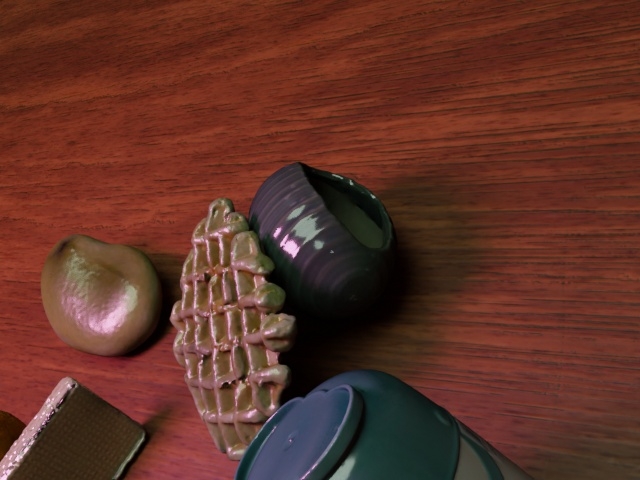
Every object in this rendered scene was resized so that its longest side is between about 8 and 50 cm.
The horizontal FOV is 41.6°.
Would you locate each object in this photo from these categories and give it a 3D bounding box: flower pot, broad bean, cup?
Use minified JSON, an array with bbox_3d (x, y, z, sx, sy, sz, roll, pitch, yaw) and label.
[{"bbox_3d":[0.000,0.000,1.110,0.157,0.189,0.243,-61,33,27],"label":"flower pot"},{"bbox_3d":[-0.359,0.086,1.364,0.263,0.121,0.189,26,77,44],"label":"broad bean"},{"bbox_3d":[0.054,0.264,0.794,0.219,0.257,0.289,-56,12,-28],"label":"cup"}]

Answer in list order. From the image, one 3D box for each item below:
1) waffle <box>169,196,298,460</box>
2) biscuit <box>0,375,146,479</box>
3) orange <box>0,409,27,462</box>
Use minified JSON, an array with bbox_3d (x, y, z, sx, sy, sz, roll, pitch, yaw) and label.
[{"bbox_3d":[-0.122,0.118,1.090,0.309,0.056,0.292,55,135,42],"label":"waffle"},{"bbox_3d":[-0.363,0.325,1.141,0.052,0.150,0.252,15,67,52],"label":"biscuit"},{"bbox_3d":[-0.495,0.344,1.198,0.206,0.206,0.206,-20,46,22],"label":"orange"}]
